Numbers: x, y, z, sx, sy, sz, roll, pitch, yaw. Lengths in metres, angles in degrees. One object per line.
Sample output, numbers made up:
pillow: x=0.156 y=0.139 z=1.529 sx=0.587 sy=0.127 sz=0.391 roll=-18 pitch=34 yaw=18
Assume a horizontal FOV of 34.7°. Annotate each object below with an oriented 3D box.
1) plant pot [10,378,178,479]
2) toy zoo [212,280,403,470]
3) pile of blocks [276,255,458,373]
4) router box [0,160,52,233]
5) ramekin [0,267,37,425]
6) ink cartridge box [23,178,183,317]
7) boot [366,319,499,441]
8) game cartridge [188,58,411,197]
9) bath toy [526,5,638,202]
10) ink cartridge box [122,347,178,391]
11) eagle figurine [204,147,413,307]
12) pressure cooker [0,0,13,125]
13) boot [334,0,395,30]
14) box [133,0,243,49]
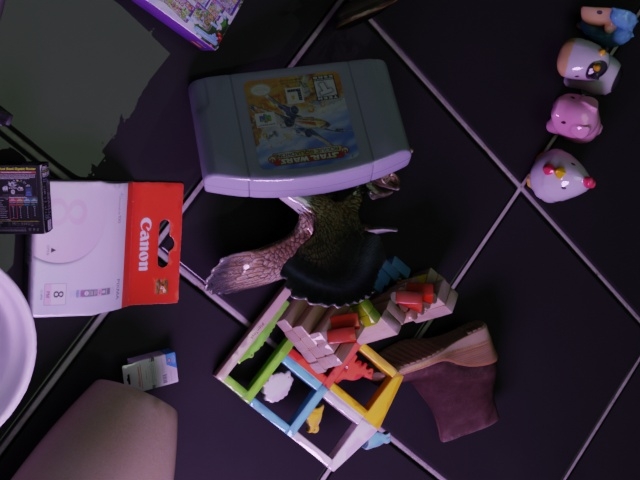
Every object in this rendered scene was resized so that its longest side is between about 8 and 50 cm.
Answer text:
plant pot: x=-0.307 y=0.340 z=1.405 sx=0.256 sy=0.256 sz=0.274 roll=34 pitch=65 yaw=-31
toy zoo: x=0.000 y=0.228 z=1.625 sx=0.293 sy=0.030 sz=0.192 roll=40 pitch=78 yaw=-13
pile of blocks: x=0.097 y=0.084 z=1.606 sx=0.362 sy=0.113 sz=0.149 roll=-20 pitch=88 yaw=-46
router box: x=-0.414 y=-0.056 z=1.333 sx=0.122 sy=0.038 sz=0.092 roll=0 pitch=102 yaw=2
ramekin: x=-0.512 y=0.129 z=1.285 sx=0.277 sy=0.135 sz=0.277 roll=-6 pitch=102 yaw=-31
ink cartridge box: x=-0.296 y=0.008 z=1.441 sx=0.232 sy=0.066 sz=0.189 roll=0 pitch=99 yaw=-27
boot: x=0.202 y=0.265 z=1.770 sx=0.248 sy=0.090 sz=0.206 roll=-17 pitch=113 yaw=-20
game cartridge: x=-0.029 y=-0.158 z=1.459 sx=0.297 sy=0.198 sz=0.062 roll=-8 pitch=147 yaw=-9
bath toy: x=0.464 y=-0.233 z=1.811 sx=0.151 sy=0.129 sz=0.348 roll=15 pitch=92 yaw=-33
ink cartridge box: x=-0.256 y=0.194 z=1.513 sx=0.083 sy=0.028 sz=0.048 roll=-12 pitch=105 yaw=-29
eagle figurine: x=-0.009 y=-0.006 z=1.523 sx=0.225 sy=0.226 sz=0.298 roll=26 pitch=64 yaw=1
pressure cooker: x=-0.521 y=-0.253 z=1.077 sx=0.370 sy=0.375 sz=0.420 roll=17 pitch=91 yaw=11
boot: x=0.087 y=-0.412 z=1.594 sx=0.219 sy=0.082 sz=0.106 roll=-34 pitch=98 yaw=-24
box: x=-0.217 y=-0.425 z=1.405 sx=0.293 sy=0.057 sz=0.201 roll=33 pitch=82 yaw=-31
